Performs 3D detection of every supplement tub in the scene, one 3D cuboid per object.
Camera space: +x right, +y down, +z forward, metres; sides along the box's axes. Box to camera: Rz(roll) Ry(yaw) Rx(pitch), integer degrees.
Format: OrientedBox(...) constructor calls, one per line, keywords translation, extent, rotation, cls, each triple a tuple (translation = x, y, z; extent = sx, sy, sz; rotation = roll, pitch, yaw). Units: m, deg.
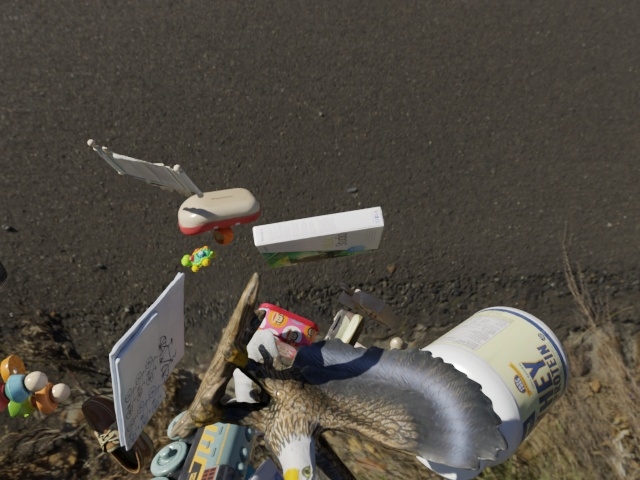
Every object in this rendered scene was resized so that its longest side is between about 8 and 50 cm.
OrientedBox(translation=(0.317, 0.289, 0.866), extent=(0.325, 0.235, 0.235), rotation=(-18, 69, -39), cls="supplement tub")

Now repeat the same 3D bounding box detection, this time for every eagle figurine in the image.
OrientedBox(translation=(0.004, 0.209, 0.475), extent=(0.299, 0.226, 0.225), rotation=(27, 46, -8), cls="eagle figurine")

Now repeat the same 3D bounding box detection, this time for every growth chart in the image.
OrientedBox(translation=(-0.406, -0.161, 1.032), extent=(0.238, 0.172, 0.021), rotation=(16, 73, 4), cls="growth chart")

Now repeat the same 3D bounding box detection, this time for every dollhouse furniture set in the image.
OrientedBox(translation=(0.093, 0.355, 1.444), extent=(0.303, 0.174, 0.355), rotation=(24, 74, 37), cls="dollhouse furniture set")

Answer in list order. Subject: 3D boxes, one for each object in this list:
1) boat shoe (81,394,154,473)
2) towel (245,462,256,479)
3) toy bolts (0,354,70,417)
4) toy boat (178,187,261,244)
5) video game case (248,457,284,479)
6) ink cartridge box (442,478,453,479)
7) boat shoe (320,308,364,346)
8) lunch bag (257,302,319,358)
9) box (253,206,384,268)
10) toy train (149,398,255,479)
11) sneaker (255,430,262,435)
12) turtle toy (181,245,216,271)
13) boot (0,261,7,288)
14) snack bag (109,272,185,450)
OrientedBox(translation=(-0.715, 0.687, 1.531), extent=(0.123, 0.120, 0.323), rotation=(-33, 106, 6), cls="boat shoe")
OrientedBox(translation=(-0.261, 0.946, 1.434), extent=(0.271, 0.040, 0.370), rotation=(55, 22, -13), cls="towel")
OrientedBox(translation=(-0.913, 0.441, 1.362), extent=(0.159, 0.228, 0.218), rotation=(-19, 75, -12), cls="toy bolts")
OrientedBox(translation=(-0.288, -0.055, 1.254), extent=(0.231, 0.151, 0.151), rotation=(-12, 32, -21), cls="toy boat")
OrientedBox(translation=(-0.121, 0.819, 1.179), extent=(0.036, 0.300, 0.329), rotation=(-40, 81, 20), cls="video game case")
OrientedBox(translation=(0.337, 0.935, 1.475), extent=(0.333, 0.065, 0.165), rotation=(-27, 42, 24), cls="ink cartridge box")
OrientedBox(translation=(0.014, 0.175, 0.669), extent=(0.049, 0.056, 0.152), rotation=(24, 62, 27), cls="boat shoe")
OrientedBox(translation=(-0.156, 0.326, 1.542), extent=(0.258, 0.293, 0.120), rotation=(23, 64, -4), cls="lunch bag")
OrientedBox(translation=(0.000, 0.000, 1.164), extent=(0.323, 0.232, 0.058), rotation=(-8, 72, 1), cls="box")
OrientedBox(translation=(-0.227, 0.451, 0.856), extent=(0.191, 0.334, 0.142), rotation=(-18, 109, 9), cls="toy train")
OrientedBox(translation=(-0.253, 0.703, 1.681), extent=(0.070, 0.050, 0.134), rotation=(-15, 26, -30), cls="sneaker")
OrientedBox(translation=(-0.448, 0.066, 1.589), extent=(0.130, 0.095, 0.066), rotation=(-27, 105, 16), cls="turtle toy")
OrientedBox(translation=(-0.918, 0.133, 1.082), extent=(0.378, 0.138, 0.284), rotation=(29, 98, 34), cls="boot")
OrientedBox(translation=(-0.425, 0.300, 1.124), extent=(0.037, 0.322, 0.342), rotation=(12, 29, 5), cls="snack bag")
